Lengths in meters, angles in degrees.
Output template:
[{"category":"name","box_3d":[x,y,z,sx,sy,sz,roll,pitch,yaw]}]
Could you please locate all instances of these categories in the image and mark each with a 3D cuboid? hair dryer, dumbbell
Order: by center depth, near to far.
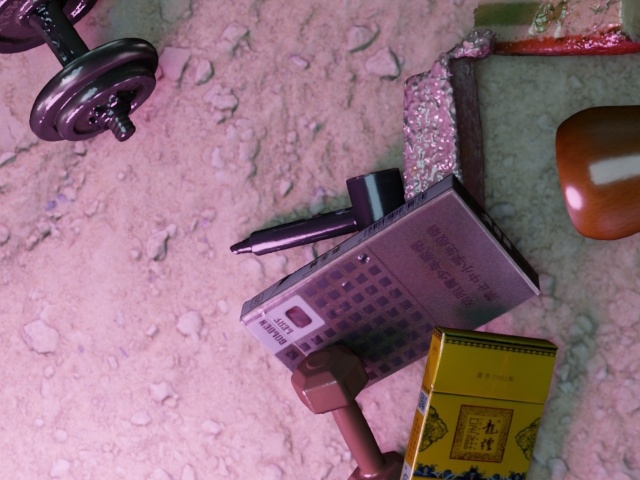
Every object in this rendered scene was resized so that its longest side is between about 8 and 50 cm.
[{"category":"dumbbell","box_3d":[0.044,0.236,1.323,0.082,0.092,0.231,-4,120,42]},{"category":"hair dryer","box_3d":[0.000,0.000,1.381,0.255,0.070,0.128,-16,90,25]},{"category":"dumbbell","box_3d":[-0.328,-0.250,1.393,0.192,0.192,0.290,-36,83,17]}]

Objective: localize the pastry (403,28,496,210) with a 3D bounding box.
[{"category":"pastry","box_3d":[0.151,-0.121,1.293,0.112,0.103,0.265,8,99,24]}]

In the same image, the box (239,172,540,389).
[{"category":"box","box_3d":[0.079,0.071,1.299,0.325,0.047,0.180,-32,114,25]}]

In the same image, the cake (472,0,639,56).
[{"category":"cake","box_3d":[0.300,-0.259,1.270,0.220,0.117,0.086,7,94,50]}]

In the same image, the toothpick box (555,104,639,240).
[{"category":"toothpick box","box_3d":[0.418,-0.094,1.171,0.294,0.192,0.192,-12,90,24]}]

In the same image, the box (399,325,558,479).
[{"category":"box","box_3d":[0.182,0.246,1.299,0.153,0.041,0.279,8,102,-16]}]
